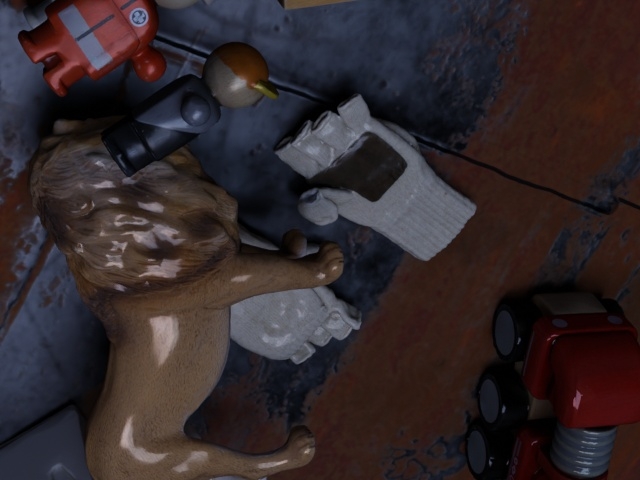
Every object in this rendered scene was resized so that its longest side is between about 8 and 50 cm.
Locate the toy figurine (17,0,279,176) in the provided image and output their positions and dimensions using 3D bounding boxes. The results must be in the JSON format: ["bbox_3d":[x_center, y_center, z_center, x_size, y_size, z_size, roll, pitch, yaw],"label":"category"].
[{"bbox_3d":[-0.138,-0.175,1.139,0.148,0.213,0.209,-35,149,0],"label":"toy figurine"}]

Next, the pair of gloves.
[{"bbox_3d":[0.000,0.000,1.407,0.240,0.042,0.204,-41,125,8],"label":"pair of gloves"}]

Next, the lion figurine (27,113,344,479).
[{"bbox_3d":[-0.124,0.093,1.306,0.240,0.142,0.392,-1,104,-25],"label":"lion figurine"}]

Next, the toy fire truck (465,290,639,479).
[{"bbox_3d":[0.226,0.193,1.482,0.158,0.246,0.217,-2,121,-20],"label":"toy fire truck"}]

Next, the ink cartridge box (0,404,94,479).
[{"bbox_3d":[-0.183,0.320,1.434,0.121,0.211,0.289,-30,125,1],"label":"ink cartridge box"}]

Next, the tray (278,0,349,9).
[{"bbox_3d":[0.157,-0.312,1.253,0.411,0.076,0.202,-10,123,-13],"label":"tray"}]
